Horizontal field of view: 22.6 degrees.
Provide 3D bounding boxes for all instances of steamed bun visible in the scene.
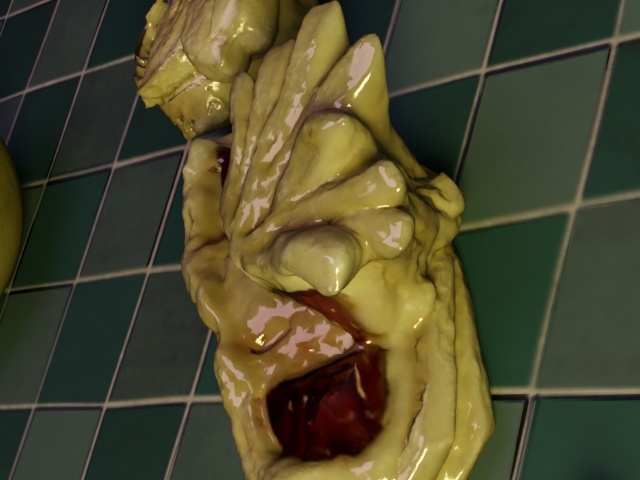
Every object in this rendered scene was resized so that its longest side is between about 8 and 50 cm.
[{"bbox_3d":[0.000,0.000,1.085,0.247,0.189,0.428,-38,39,19],"label":"steamed bun"},{"bbox_3d":[-0.073,-0.173,1.370,0.177,0.106,0.192,-50,27,23],"label":"steamed bun"}]

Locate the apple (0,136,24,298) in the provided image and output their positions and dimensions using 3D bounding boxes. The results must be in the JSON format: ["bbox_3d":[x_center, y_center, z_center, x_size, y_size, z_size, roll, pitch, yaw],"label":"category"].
[{"bbox_3d":[-0.422,-0.010,1.590,0.258,0.233,0.295,-50,43,40],"label":"apple"}]
